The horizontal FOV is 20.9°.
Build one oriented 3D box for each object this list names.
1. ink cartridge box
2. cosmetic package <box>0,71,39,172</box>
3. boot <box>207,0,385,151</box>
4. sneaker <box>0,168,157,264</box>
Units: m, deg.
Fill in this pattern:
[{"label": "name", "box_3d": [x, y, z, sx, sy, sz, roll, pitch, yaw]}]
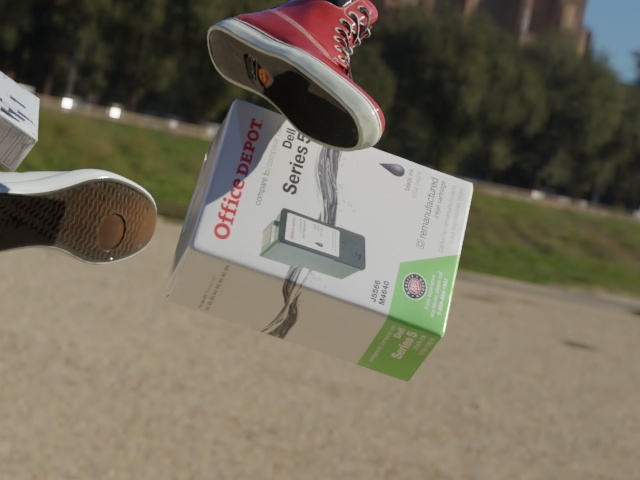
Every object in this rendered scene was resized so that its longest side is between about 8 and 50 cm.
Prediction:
[{"label": "ink cartridge box", "box_3d": [0.000, 0.000, 1.788, 0.273, 0.198, 0.115, 19, -34, -8]}, {"label": "cosmetic package", "box_3d": [-0.423, -0.167, 2.277, 0.099, 0.060, 0.239, 38, 8, -18]}, {"label": "boot", "box_3d": [0.023, -0.189, 1.785, 0.176, 0.088, 0.244, -26, 45, -28]}, {"label": "sneaker", "box_3d": [-0.312, -0.040, 1.900, 0.123, 0.105, 0.290, 21, 11, 42]}]
